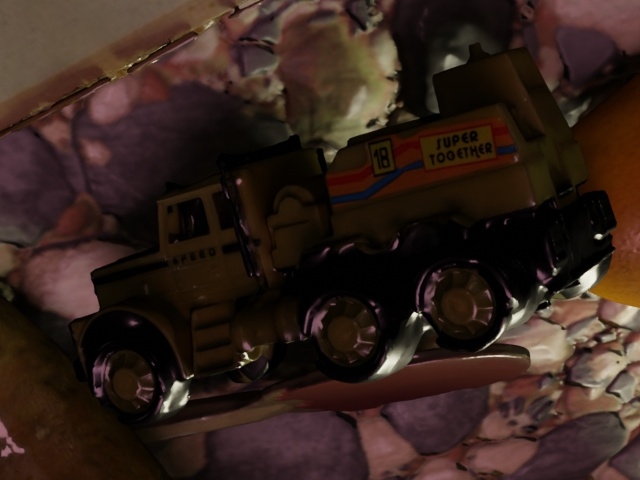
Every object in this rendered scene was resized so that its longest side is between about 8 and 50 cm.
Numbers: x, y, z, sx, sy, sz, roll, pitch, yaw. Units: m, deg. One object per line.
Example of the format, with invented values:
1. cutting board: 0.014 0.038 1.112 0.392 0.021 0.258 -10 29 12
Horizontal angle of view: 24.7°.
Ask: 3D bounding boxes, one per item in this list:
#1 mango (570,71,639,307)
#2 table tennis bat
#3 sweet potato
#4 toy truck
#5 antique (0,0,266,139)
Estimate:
1. mango: 0.203 -0.034 0.715 0.217 0.102 0.141 -18 126 6
2. table tennis bat: 0.002 0.087 0.820 0.235 0.022 0.131 -11 166 12
3. sweet potato: -0.133 0.155 0.792 0.131 0.130 0.422 -23 107 13
4. toy truck: 0.000 0.005 0.692 0.257 0.127 0.127 -20 92 31
5. antique: -0.103 -0.139 0.540 0.147 0.152 0.148 -24 134 15
